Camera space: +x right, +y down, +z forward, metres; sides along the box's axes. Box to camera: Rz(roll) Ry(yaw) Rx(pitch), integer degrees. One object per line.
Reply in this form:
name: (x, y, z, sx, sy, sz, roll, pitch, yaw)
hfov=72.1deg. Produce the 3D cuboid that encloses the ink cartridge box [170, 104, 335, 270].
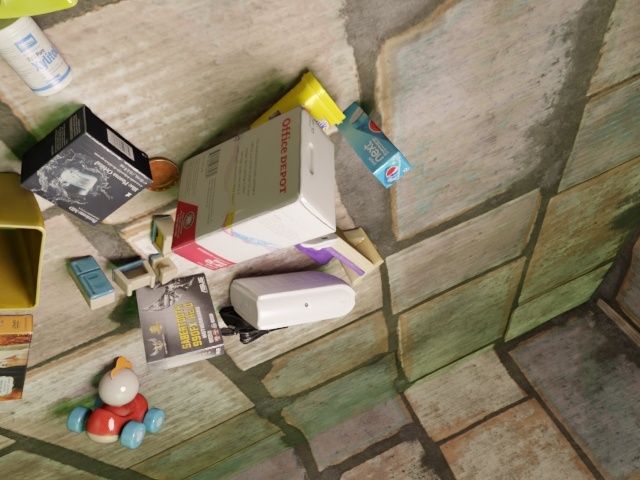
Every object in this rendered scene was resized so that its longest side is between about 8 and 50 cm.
ink cartridge box: (-0.131, -0.092, 0.864, 0.307, 0.226, 0.131, -16, 147, 26)

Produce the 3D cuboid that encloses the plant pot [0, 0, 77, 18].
plant pot: (-0.414, -0.372, 0.468, 0.207, 0.228, 0.227, -19, 141, -1)

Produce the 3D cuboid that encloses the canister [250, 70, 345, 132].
canister: (-0.049, -0.254, 0.936, 0.170, 0.073, 0.126, -37, 141, 13)

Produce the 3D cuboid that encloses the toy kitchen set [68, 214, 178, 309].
toy kitchen set: (-0.444, 0.029, 1.006, 0.207, 0.122, 0.166, -22, 146, -42)

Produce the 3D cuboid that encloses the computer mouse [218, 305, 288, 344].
computer mouse: (-0.228, 0.246, 1.242, 0.184, 0.262, 0.060, -9, 100, -47)

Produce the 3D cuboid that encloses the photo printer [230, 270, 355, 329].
photo printer: (-0.073, 0.158, 1.249, 0.308, 0.256, 0.107, -5, 98, -28)

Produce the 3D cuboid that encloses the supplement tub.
supplement tub: (-0.439, -0.282, 0.667, 0.071, 0.071, 0.107, -26, 143, -3)

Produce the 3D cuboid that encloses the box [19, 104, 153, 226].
box: (-0.431, -0.133, 0.822, 0.158, 0.093, 0.156, -34, 141, 9)

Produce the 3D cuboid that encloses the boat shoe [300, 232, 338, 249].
boat shoe: (-0.004, 0.008, 1.045, 0.100, 0.035, 0.035, -12, 133, -32)

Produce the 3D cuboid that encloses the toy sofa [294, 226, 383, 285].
toy sofa: (0.000, 0.000, 1.186, 0.177, 0.150, 0.363, -40, 141, 12)

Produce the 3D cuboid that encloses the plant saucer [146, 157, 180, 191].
plant saucer: (-0.342, -0.139, 0.932, 0.084, 0.013, 0.083, -17, 140, -15)

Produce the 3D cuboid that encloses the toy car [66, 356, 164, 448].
toy car: (-0.606, 0.469, 1.347, 0.210, 0.219, 0.237, 2, 99, -79)

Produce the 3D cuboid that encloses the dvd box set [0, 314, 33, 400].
dvd box set: (-0.928, 0.292, 1.019, 0.421, 0.062, 0.307, 6, 130, -36)

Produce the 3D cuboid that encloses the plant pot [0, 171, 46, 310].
plant pot: (-0.611, -0.015, 0.768, 0.212, 0.187, 0.212, 4, 132, -34)

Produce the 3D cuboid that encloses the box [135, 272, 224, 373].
box: (-0.363, 0.203, 1.127, 0.183, 0.231, 0.056, -10, 141, -21)

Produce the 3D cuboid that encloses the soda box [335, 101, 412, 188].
soda box: (0.109, -0.213, 0.964, 0.071, 0.210, 0.067, -40, 140, 13)
